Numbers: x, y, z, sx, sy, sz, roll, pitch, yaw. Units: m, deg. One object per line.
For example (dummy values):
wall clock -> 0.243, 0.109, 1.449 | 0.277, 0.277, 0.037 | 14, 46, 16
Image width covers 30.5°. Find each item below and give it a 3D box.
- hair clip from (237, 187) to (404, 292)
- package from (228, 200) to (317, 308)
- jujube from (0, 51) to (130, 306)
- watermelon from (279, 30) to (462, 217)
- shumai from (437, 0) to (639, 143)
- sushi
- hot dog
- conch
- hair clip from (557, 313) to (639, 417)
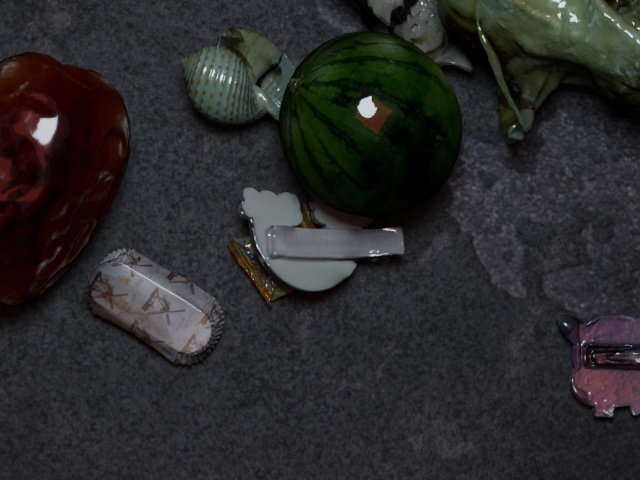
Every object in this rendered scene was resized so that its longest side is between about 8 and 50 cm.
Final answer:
hair clip -> 0.000, 0.000, 1.555 | 0.220, 0.054, 0.140 | 1, 77, -17
package -> -0.048, 0.021, 1.583 | 0.120, 0.031, 0.108 | -29, 85, -8
jujube -> -0.374, -0.080, 1.493 | 0.223, 0.223, 0.318 | 22, 90, -2
watermelon -> 0.062, -0.148, 1.506 | 0.242, 0.242, 0.242 | 0, 84, -4
shumai -> 0.324, -0.315, 1.499 | 0.348, 0.395, 0.395 | -12, 85, 2
sushi -> 0.100, -0.327, 1.609 | 0.273, 0.109, 0.134 | 44, 75, -15
hot dog -> -0.217, 0.086, 1.551 | 0.191, 0.059, 0.108 | 32, 96, -4
conch -> -0.113, -0.215, 1.571 | 0.153, 0.102, 0.135 | 28, 72, -35
hair clip -> 0.420, 0.165, 1.599 | 0.187, 0.056, 0.146 | -5, 85, 4
